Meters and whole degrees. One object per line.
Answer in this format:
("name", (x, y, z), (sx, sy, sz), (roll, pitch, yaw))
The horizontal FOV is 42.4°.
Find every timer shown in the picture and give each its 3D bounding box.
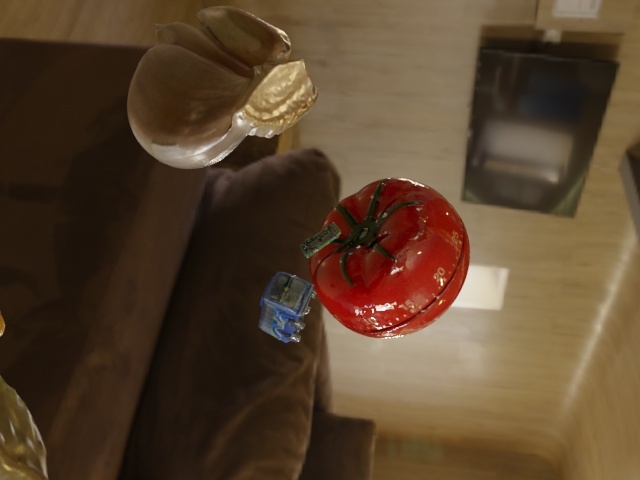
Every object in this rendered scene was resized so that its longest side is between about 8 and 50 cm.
("timer", (0.162, 0.042, 1.916), (0.279, 0.378, 0.378), (42, 43, -37))

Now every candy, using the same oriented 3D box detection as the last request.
("candy", (-0.337, 0.179, 0.766), (0.234, 0.102, 0.104), (72, -1, -51))

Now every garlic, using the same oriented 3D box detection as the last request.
("garlic", (-0.173, -0.235, 1.299), (0.279, 0.325, 0.132), (-51, 139, -16))

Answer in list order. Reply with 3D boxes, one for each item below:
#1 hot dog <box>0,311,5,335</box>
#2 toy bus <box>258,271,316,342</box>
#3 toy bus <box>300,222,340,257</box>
("hot dog", (-0.551, 0.097, 1.119), (0.249, 0.102, 0.076), (10, 86, -47))
("toy bus", (-0.068, 0.132, 1.573), (0.236, 0.094, 0.079), (108, 2, -69))
("toy bus", (0.000, 0.000, 1.631), (0.031, 0.083, 0.037), (54, -8, 10))
